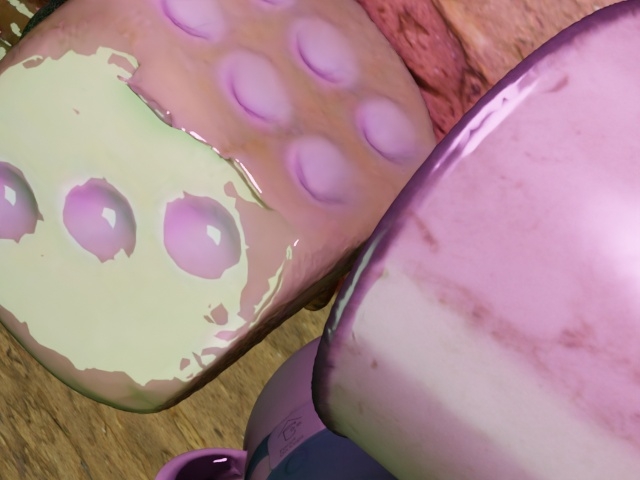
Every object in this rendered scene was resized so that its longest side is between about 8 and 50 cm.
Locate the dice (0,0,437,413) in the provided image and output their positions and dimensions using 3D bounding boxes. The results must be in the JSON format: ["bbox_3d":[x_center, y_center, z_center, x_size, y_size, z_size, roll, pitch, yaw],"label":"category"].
[{"bbox_3d":[-0.092,-0.047,1.355,0.252,0.254,0.250,50,128,2],"label":"dice"}]

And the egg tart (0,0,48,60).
[{"bbox_3d":[-0.302,-0.176,1.863,0.252,0.098,0.232,41,161,7],"label":"egg tart"}]

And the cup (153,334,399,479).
[{"bbox_3d":[0.021,0.203,1.416,0.257,0.289,0.219,-96,8,-66],"label":"cup"}]

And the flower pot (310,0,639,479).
[{"bbox_3d":[0.208,0.081,0.995,0.330,0.293,0.293,40,151,25],"label":"flower pot"}]

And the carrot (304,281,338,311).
[{"bbox_3d":[0.000,0.000,1.597,0.047,0.047,0.191,46,158,26],"label":"carrot"}]

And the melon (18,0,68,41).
[{"bbox_3d":[-0.152,-0.092,1.608,0.288,0.182,0.182,57,157,1],"label":"melon"}]
